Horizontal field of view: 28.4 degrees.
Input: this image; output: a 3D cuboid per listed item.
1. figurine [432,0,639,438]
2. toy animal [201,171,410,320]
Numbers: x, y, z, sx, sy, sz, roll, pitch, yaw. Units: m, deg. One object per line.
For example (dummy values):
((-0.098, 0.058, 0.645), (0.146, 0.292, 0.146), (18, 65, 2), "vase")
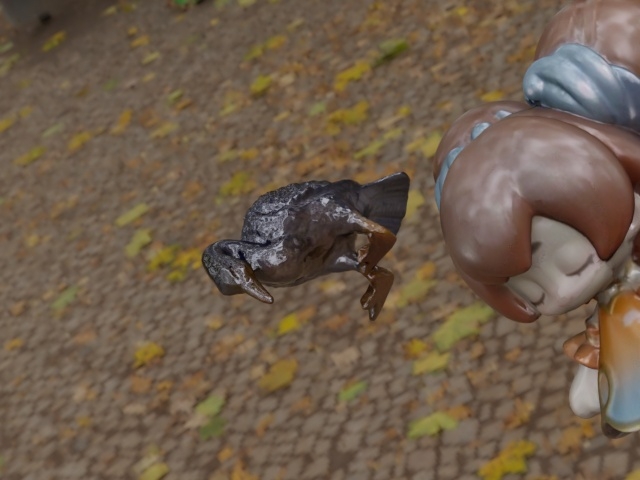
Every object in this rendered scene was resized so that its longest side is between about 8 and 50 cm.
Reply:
((0.252, 0.020, 1.025), (0.248, 0.388, 0.276), (-34, -9, -46), "figurine")
((0.000, 0.000, 1.438), (0.185, 0.122, 0.298), (13, 34, 26), "toy animal")
